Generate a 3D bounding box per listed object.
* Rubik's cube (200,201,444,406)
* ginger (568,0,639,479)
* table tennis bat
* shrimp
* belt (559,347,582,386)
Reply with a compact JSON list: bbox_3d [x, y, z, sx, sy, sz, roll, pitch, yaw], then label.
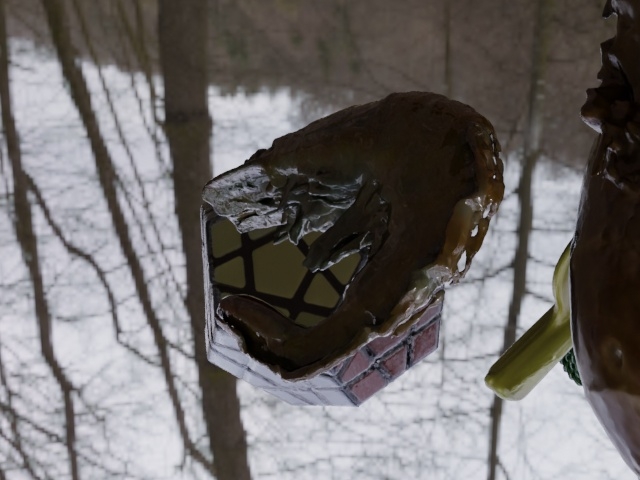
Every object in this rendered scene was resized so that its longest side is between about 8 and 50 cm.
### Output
[{"bbox_3d":[-0.003,0.040,1.324,0.319,0.264,0.319,-27,-166,7],"label":"Rubik's cube"},{"bbox_3d":[0.234,-0.053,0.660,0.176,0.418,0.254,2,155,28],"label":"ginger"},{"bbox_3d":[0.328,0.054,1.329,0.224,0.369,0.054,25,-156,-44],"label":"table tennis bat"},{"bbox_3d":[0.001,0.001,0.609,0.058,0.173,0.253,34,154,-28],"label":"shrimp"},{"bbox_3d":[0.386,0.132,1.591,0.121,0.151,0.079,-28,-154,22],"label":"belt"}]
